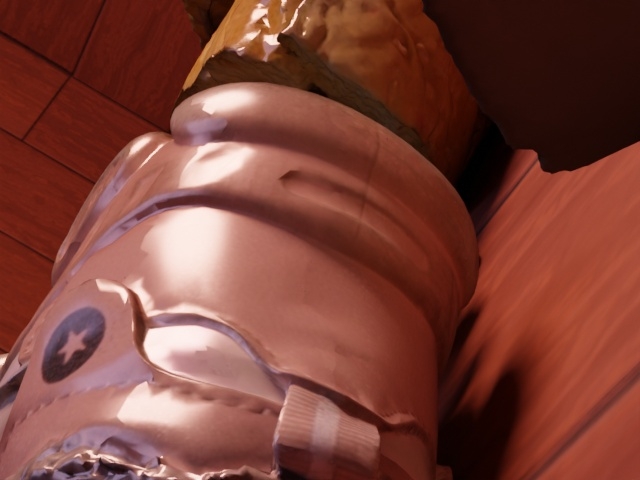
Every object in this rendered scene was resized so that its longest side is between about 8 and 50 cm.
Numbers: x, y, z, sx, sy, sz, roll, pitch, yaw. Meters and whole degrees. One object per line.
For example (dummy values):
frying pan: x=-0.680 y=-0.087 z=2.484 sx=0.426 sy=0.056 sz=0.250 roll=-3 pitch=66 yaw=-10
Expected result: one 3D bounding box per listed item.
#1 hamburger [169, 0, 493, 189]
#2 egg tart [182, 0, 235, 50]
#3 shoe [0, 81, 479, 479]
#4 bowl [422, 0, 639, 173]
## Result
hamburger: x=0.033 y=-0.116 z=0.877 sx=0.209 sy=0.162 sz=0.330 roll=-58 pitch=1 yaw=-12
egg tart: x=0.077 y=-0.282 z=1.090 sx=0.443 sy=0.178 sz=0.443 roll=-49 pitch=-5 yaw=-6
shoe: x=-0.079 y=0.124 z=0.522 sx=0.198 sy=0.172 sz=0.351 roll=-83 pitch=19 yaw=-61
bowl: x=0.088 y=-0.129 z=0.359 sx=0.112 sy=0.211 sz=0.211 roll=-12 pitch=30 yaw=26
